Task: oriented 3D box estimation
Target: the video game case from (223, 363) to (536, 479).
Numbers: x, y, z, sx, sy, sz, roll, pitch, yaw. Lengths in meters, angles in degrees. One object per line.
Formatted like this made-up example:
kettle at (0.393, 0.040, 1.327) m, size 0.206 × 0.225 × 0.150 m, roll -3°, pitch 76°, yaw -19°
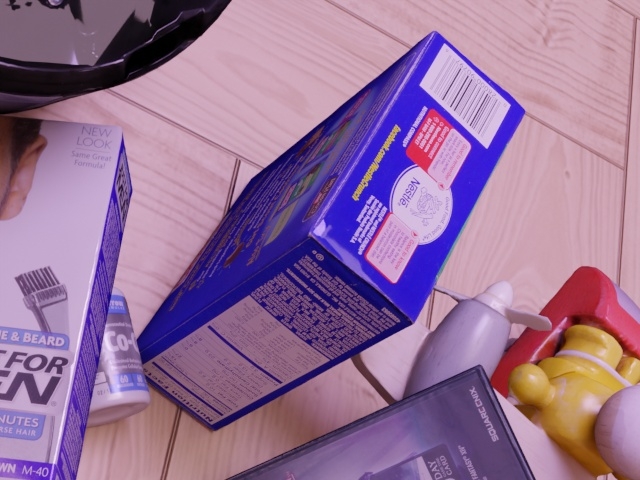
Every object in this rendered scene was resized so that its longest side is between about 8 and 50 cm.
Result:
video game case at (0.054, 0.250, 1.291) m, size 0.196 × 0.274 × 0.026 m, roll 65°, pitch 10°, yaw 4°

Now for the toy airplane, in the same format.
toy airplane at (0.216, 0.212, 1.400) m, size 0.386 × 0.272 × 0.384 m, roll -4°, pitch 77°, yaw -42°

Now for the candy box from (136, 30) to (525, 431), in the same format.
candy box at (0.000, 0.000, 1.327) m, size 0.122 × 0.317 × 0.268 m, roll 42°, pitch 51°, yaw -13°

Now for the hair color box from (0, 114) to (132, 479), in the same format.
hair color box at (-0.268, 0.065, 1.195) m, size 0.185 × 0.110 × 0.339 m, roll 5°, pitch 58°, yaw 1°

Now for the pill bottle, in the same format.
pill bottle at (-0.198, 0.085, 1.301) m, size 0.078 × 0.078 × 0.137 m, roll -4°, pitch 71°, yaw -37°

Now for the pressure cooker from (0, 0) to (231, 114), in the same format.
pressure cooker at (-0.269, -0.283, 1.225) m, size 0.375 × 0.420 × 0.370 m, roll -45°, pitch 106°, yaw -15°
